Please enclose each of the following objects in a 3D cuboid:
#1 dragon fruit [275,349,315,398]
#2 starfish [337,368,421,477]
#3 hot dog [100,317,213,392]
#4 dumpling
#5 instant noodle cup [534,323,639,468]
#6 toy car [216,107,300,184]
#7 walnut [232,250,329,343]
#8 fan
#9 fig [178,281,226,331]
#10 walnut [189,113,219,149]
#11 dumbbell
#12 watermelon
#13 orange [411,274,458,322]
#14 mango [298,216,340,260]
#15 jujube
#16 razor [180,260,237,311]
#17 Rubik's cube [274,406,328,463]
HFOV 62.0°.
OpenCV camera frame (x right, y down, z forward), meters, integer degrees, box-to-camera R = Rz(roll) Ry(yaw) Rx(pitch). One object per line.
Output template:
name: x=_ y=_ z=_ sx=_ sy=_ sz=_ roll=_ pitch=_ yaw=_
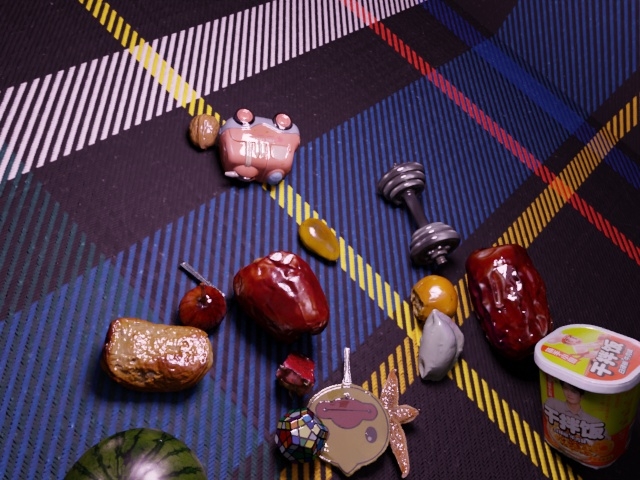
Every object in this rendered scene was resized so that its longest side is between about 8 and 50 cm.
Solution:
dragon fruit: x=-0.073 y=0.359 z=1.397 sx=0.102 sy=0.096 sz=0.147 roll=38 pitch=10 yaw=0
starfish: x=0.155 y=0.484 z=1.429 sx=0.231 sy=0.048 sz=0.295 roll=1 pitch=54 yaw=-7
hot dog: x=-0.398 y=0.282 z=1.310 sx=0.258 sy=0.114 sz=0.175 roll=13 pitch=50 yaw=-16
dumpling: x=0.352 y=0.307 z=1.577 sx=0.149 sy=0.104 sz=0.217 roll=-4 pitch=99 yaw=-58
instant noodle cup: x=0.757 y=0.443 z=1.503 sx=0.293 sy=0.308 sz=0.294 roll=-6 pitch=20 yaw=2
toy car: x=-0.197 y=-0.285 z=1.726 sx=0.270 sy=0.180 sz=0.213 roll=2 pitch=69 yaw=-20
walnut: x=-0.099 y=0.159 z=1.465 sx=0.221 sy=0.244 sz=0.269 roll=-34 pitch=79 yaw=5
fan: x=0.069 y=0.444 z=1.411 sx=0.229 sy=0.011 sz=0.335 roll=2 pitch=58 yaw=-2
fig: x=-0.302 y=0.170 z=1.408 sx=0.128 sy=0.150 sz=0.128 roll=36 pitch=26 yaw=-21
walnut: x=-0.380 y=-0.356 z=1.743 sx=0.105 sy=0.105 sz=0.125 roll=13 pitch=70 yaw=-13
dumbbell: x=0.329 y=-0.094 z=1.798 sx=0.179 sy=0.179 sz=0.406 roll=-7 pitch=61 yaw=-25
watermelon: x=-0.376 y=0.545 z=1.105 sx=0.330 sy=0.189 sz=0.331 roll=9 pitch=61 yaw=-18
orange: x=0.346 y=0.185 z=1.636 sx=0.134 sy=0.155 sz=0.155 roll=-4 pitch=60 yaw=-34
mango: x=0.000 y=0.000 z=1.672 sx=0.161 sy=0.076 sz=0.103 roll=46 pitch=50 yaw=7
jujube: x=0.594 y=0.178 z=1.681 sx=0.258 sy=0.258 sz=0.377 roll=-7 pitch=63 yaw=-25
razor: x=-0.318 y=0.121 z=1.493 sx=0.190 sy=0.033 sz=0.066 roll=40 pitch=53 yaw=8
Rubik's cube: x=-0.047 y=0.479 z=1.310 sx=0.111 sy=0.133 sz=0.133 roll=15 pitch=46 yaw=30
